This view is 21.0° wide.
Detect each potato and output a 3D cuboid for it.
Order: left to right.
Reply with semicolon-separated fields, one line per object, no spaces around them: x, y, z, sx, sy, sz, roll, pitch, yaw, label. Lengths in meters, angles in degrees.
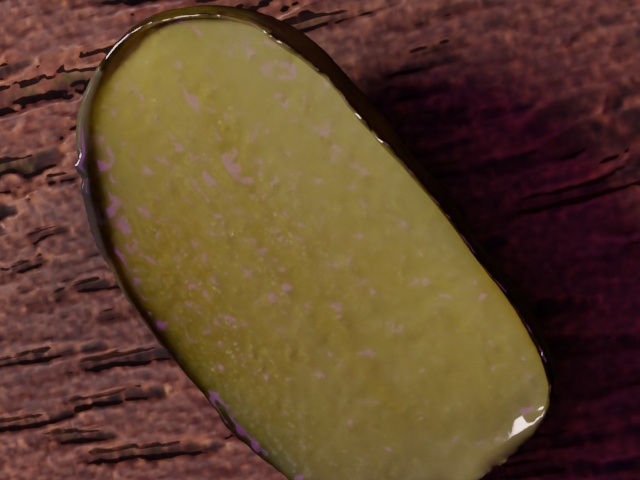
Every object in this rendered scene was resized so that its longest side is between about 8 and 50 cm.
0.000;0.000;0.858;0.160;0.111;0.272;-42;90;25;potato
